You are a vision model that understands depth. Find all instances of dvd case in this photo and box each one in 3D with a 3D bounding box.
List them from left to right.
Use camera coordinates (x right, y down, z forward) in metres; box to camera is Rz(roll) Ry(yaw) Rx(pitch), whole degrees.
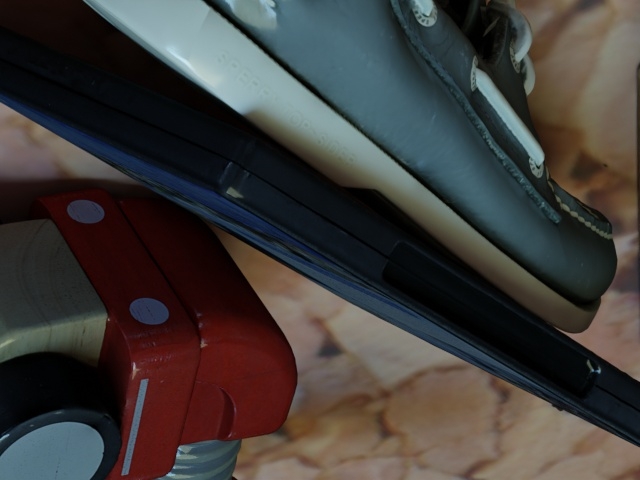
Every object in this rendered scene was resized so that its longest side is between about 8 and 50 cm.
[{"bbox_3d":[0.000,0.000,0.627,0.253,0.180,0.022,31,85,-44],"label":"dvd case"}]

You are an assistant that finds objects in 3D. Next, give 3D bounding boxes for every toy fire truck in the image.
[{"bbox_3d":[-0.046,0.094,0.735,0.246,0.158,0.217,-10,134,-30],"label":"toy fire truck"}]

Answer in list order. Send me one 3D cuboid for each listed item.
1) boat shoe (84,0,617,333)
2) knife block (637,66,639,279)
[{"bbox_3d":[0.040,-0.054,0.607,0.099,0.116,0.319,-55,145,2],"label":"boat shoe"},{"bbox_3d":[0.167,-0.020,0.715,0.242,0.088,0.276,17,133,-34],"label":"knife block"}]
